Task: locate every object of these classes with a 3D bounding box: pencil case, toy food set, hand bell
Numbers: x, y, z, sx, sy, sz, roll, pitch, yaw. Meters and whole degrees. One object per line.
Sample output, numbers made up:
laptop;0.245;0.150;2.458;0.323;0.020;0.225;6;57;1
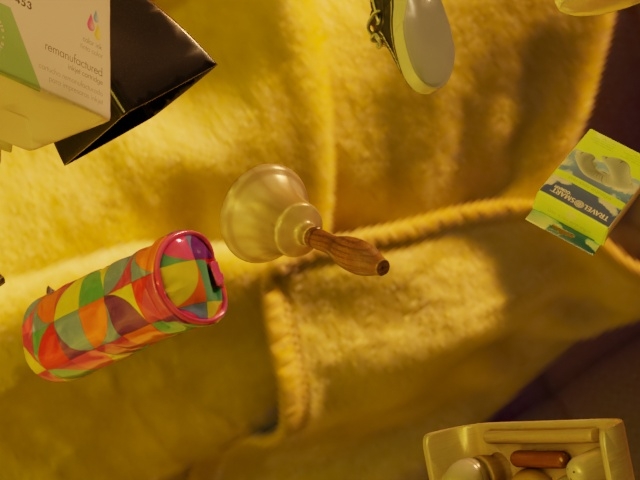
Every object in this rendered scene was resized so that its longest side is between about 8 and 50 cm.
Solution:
pencil case;-0.191;0.067;1.293;0.104;0.104;0.236;8;158;-45
toy food set;0.224;0.306;1.409;0.092;0.219;0.306;-10;177;-30
hand bell;0.000;0.000;1.536;0.126;0.242;0.126;-13;113;-33

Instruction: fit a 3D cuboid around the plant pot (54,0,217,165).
plant pot;-0.291;-0.240;1.839;0.187;0.167;0.188;-37;-174;-42

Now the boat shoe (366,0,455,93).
boat shoe;0.123;-0.344;2.086;0.113;0.306;0.105;10;147;-39

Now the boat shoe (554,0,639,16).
boat shoe;0.304;-0.273;1.322;0.184;0.063;0.066;-20;162;-15

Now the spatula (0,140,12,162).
spatula;-0.522;-0.165;1.936;0.168;0.242;0.019;26;79;-11

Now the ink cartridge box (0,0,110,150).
ink cartridge box;-0.315;-0.289;1.303;0.119;0.353;0.207;-18;156;33

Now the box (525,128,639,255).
box;0.364;-0.068;1.798;0.178;0.109;0.042;-46;157;-36

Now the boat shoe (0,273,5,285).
boat shoe;-0.486;0.069;1.796;0.142;0.040;0.049;-27;-168;18
